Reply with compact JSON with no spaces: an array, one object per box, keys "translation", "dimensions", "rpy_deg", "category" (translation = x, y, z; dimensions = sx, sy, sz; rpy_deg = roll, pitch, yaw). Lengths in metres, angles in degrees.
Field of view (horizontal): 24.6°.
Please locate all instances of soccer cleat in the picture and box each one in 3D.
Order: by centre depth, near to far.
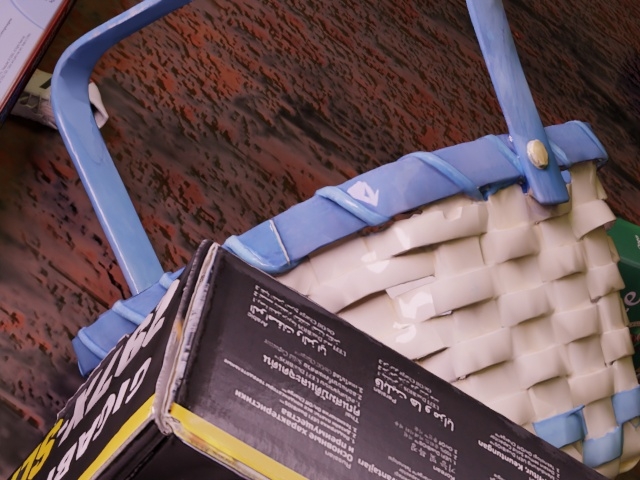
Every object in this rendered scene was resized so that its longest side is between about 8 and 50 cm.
[{"translation":[-0.149,-0.075,0.785],"dimensions":[0.083,0.029,0.035],"rpy_deg":[0,49,-50],"category":"soccer cleat"}]

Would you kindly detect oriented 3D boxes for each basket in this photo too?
[{"translation":[0.000,0.000,0.667],"dimensions":[0.201,0.255,0.288],"rpy_deg":[-19,86,-50],"category":"basket"}]

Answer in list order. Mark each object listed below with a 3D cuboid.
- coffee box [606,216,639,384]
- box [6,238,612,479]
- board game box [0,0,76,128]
[{"translation":[0.180,0.042,0.912],"dimensions":[0.184,0.113,0.040],"rpy_deg":[21,43,-31],"category":"coffee box"},{"translation":[0.023,0.176,0.487],"dimensions":[0.322,0.257,0.079],"rpy_deg":[32,37,-16],"category":"box"},{"translation":[-0.210,-0.127,0.756],"dimensions":[0.145,0.027,0.281],"rpy_deg":[23,38,-7],"category":"board game box"}]
